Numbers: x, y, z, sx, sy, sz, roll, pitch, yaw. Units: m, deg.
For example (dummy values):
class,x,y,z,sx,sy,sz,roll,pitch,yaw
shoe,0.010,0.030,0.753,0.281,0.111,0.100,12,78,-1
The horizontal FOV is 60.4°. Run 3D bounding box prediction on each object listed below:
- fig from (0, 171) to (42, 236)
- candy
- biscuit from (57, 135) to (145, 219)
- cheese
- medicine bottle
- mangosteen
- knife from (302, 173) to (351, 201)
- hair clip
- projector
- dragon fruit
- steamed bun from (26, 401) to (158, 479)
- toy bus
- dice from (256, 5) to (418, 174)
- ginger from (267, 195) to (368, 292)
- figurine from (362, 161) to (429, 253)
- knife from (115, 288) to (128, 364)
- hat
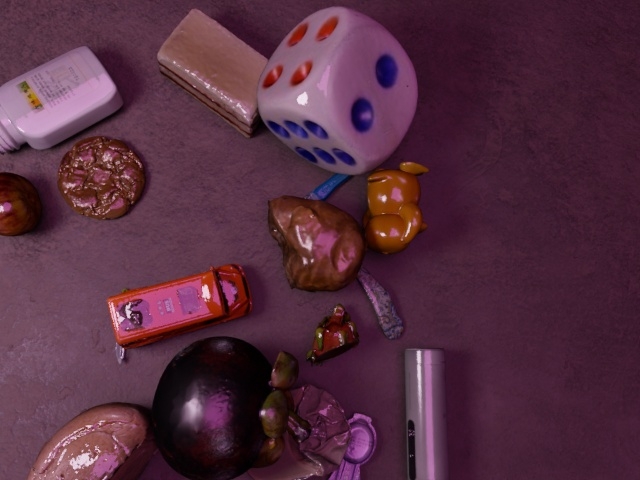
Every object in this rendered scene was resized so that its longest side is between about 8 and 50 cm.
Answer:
class,x,y,z,sx,sy,sz,roll,pitch,yaw
fig,-0.756,-0.089,1.300,0.201,0.148,0.149,18,54,11
candy,-0.261,-0.446,1.467,0.320,0.135,0.180,37,73,-2
biscuit,-0.558,-0.162,1.403,0.225,0.042,0.226,2,77,-9
cheese,0.081,0.531,1.376,0.105,0.042,0.191,20,77,-5
medicine bottle,-0.679,-0.340,1.377,0.324,0.124,0.179,-35,81,-16
mangosteen,-0.211,0.364,1.217,0.329,0.330,0.331,2,78,-10
knife,0.052,-0.168,1.523,0.296,0.026,0.044,-38,90,-18
hair clip,0.154,0.159,1.468,0.066,0.036,0.229,-28,85,-21
projector,0.269,0.444,1.395,0.108,0.108,0.338,3,78,-10
dragon fruit,0.032,0.248,1.396,0.142,0.138,0.175,39,36,-38
steamed bun,-0.503,0.472,1.191,0.199,0.251,0.301,35,77,12
toy bus,-0.329,0.152,1.323,0.328,0.153,0.143,-14,82,-14
dice,0.045,-0.367,1.385,0.304,0.276,0.305,39,74,-39
ginger,0.000,-0.001,1.388,0.222,0.200,0.270,-16,82,-11
figurine,0.189,-0.084,1.446,0.215,0.215,0.228,-13,93,-12
knife,-0.486,0.210,1.350,0.022,0.026,0.184,16,69,-48
hat,-0.059,0.478,1.349,0.244,0.149,0.215,-22,60,24
